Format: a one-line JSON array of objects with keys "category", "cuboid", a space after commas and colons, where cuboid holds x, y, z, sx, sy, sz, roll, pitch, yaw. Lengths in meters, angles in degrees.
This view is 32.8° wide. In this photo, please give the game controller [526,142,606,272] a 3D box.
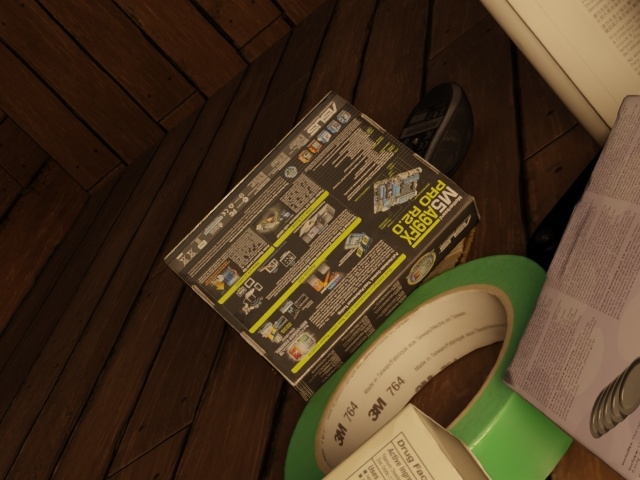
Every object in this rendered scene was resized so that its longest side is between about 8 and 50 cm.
[{"category": "game controller", "cuboid": [0.336, -0.082, 1.062, 0.319, 0.067, 0.166, -49, 14, -14]}]

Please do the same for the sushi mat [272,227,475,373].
[{"category": "sushi mat", "cuboid": [0.066, 0.065, 1.397, 0.316, 0.019, 0.151, -30, 22, 37]}]

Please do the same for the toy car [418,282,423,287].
[{"category": "toy car", "cuboid": [0.013, 0.040, 1.248, 0.149, 0.188, 0.155, -12, 49, 59]}]

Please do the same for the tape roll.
[{"category": "tape roll", "cuboid": [0.107, 0.153, 1.024, 0.321, 0.077, 0.321, -39, 19, 16]}]

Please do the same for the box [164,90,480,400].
[{"category": "box", "cuboid": [0.000, 0.000, 1.161, 0.270, 0.216, 0.060, -46, -26, -8]}]

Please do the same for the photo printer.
[{"category": "photo printer", "cuboid": [0.315, -0.289, 1.184, 0.256, 0.307, 0.107, -44, 18, 3]}]

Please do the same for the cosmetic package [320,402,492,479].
[{"category": "cosmetic package", "cuboid": [0.011, 0.286, 0.789, 0.309, 0.113, 0.160, -40, 49, 7]}]

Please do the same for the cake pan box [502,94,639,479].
[{"category": "cake pan box", "cuboid": [0.242, 0.024, 0.751, 0.267, 0.070, 0.246, -68, 16, 3]}]

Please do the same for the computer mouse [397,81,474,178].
[{"category": "computer mouse", "cuboid": [0.142, -0.097, 1.529, 0.188, 0.072, 0.272, -5, 54, 62]}]
